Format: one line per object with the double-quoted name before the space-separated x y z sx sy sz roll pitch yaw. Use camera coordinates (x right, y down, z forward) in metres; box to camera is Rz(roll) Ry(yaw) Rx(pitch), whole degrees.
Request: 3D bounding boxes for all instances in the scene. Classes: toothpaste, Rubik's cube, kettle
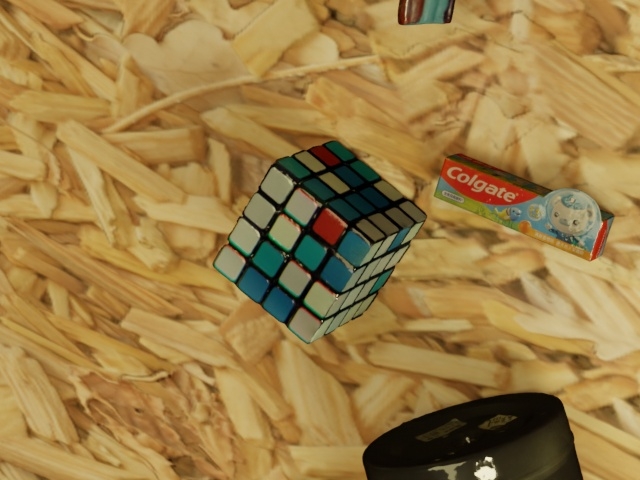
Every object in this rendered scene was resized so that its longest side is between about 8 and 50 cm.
"toothpaste" 0.223 -0.047 1.936 0.193 0.044 0.070 24 110 22
"Rubik's cube" 0.000 0.000 2.005 0.151 0.154 0.155 41 118 15
"kettle" 0.173 0.357 1.975 0.321 0.228 0.324 -5 104 56

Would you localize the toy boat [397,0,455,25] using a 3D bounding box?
"toy boat" 0.124 -0.421 1.874 0.079 0.136 0.392 6 101 -2
